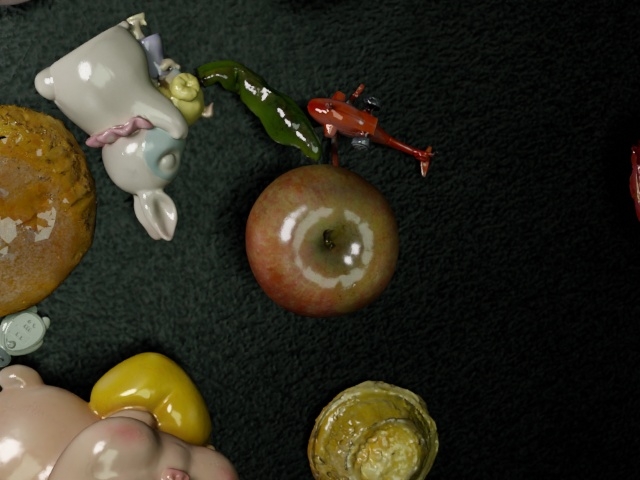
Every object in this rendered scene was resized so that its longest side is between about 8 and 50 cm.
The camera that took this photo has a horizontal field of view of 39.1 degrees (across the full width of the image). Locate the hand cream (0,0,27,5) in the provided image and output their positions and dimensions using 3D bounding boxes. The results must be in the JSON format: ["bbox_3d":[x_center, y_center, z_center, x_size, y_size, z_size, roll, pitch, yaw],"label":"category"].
[{"bbox_3d":[-0.370,-0.386,0.985,0.133,0.083,0.248,-25,84,-15],"label":"hand cream"}]

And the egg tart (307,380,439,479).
[{"bbox_3d":[0.077,0.284,1.222,0.191,0.074,0.191,-2,100,-14],"label":"egg tart"}]

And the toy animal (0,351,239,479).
[{"bbox_3d":[-0.242,0.268,1.031,0.345,0.247,0.278,28,87,-18],"label":"toy animal"}]

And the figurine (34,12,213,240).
[{"bbox_3d":[-0.205,-0.128,1.056,0.155,0.127,0.236,-42,109,-33],"label":"figurine"}]

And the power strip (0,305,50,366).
[{"bbox_3d":[-0.368,0.117,1.091,0.055,0.035,0.083,48,70,-17],"label":"power strip"}]

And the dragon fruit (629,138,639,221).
[{"bbox_3d":[0.532,-0.083,1.275,0.189,0.162,0.262,3,93,-51],"label":"dragon fruit"}]

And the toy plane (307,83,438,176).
[{"bbox_3d":[0.066,-0.129,1.159,0.194,0.077,0.126,40,72,-18],"label":"toy plane"}]

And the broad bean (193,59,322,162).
[{"bbox_3d":[-0.072,-0.168,1.113,0.195,0.046,0.061,31,81,4],"label":"broad bean"}]

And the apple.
[{"bbox_3d":[0.000,0.000,1.102,0.188,0.174,0.188,-2,101,-11],"label":"apple"}]

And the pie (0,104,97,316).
[{"bbox_3d":[-0.382,-0.029,1.025,0.273,0.069,0.274,-10,114,-24],"label":"pie"}]
